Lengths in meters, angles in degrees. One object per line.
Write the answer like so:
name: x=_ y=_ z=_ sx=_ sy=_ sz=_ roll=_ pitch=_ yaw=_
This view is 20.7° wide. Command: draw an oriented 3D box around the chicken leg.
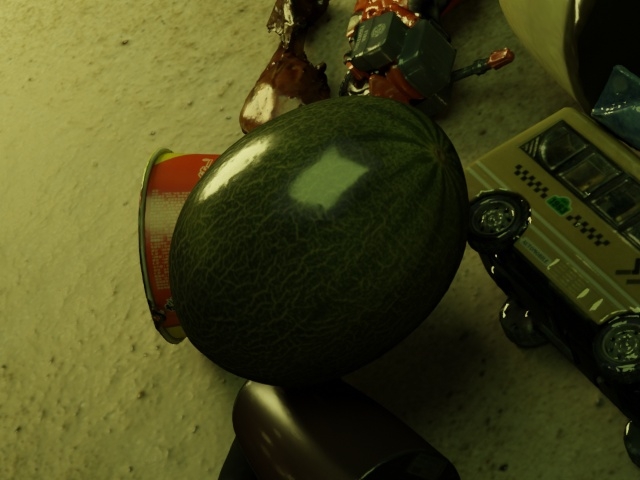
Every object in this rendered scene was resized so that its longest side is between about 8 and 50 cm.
chicken leg: x=-0.039 y=-0.200 z=2.041 sx=0.113 sy=0.093 sz=0.304 roll=-23 pitch=42 yaw=22

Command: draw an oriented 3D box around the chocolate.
chocolate: x=0.332 y=-0.292 z=1.768 sx=0.314 sy=0.326 sz=0.297 roll=0 pitch=40 yaw=-31

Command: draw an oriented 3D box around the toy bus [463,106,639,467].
toy bus: x=0.286 y=0.042 z=1.621 sx=0.202 sy=0.177 sz=0.365 roll=-35 pitch=47 yaw=-8

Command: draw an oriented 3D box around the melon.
melon: x=0.000 y=0.000 z=1.595 sx=0.302 sy=0.237 sz=0.237 roll=-39 pitch=41 yaw=29

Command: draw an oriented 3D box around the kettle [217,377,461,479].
kettle: x=0.001 y=0.225 z=1.655 sx=0.232 sy=0.144 sz=0.202 roll=39 pitch=105 yaw=50

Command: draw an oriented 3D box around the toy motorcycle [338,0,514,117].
toy motorcycle: x=0.127 y=-0.280 z=1.995 sx=0.221 sy=0.148 sz=0.325 roll=-21 pitch=41 yaw=40

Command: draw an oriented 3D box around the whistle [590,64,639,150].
whistle: x=0.377 y=-0.058 z=1.602 sx=0.062 sy=0.062 sz=0.304 roll=-44 pitch=63 yaw=-12

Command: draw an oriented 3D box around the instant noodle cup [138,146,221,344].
instant noodle cup: x=-0.078 y=0.000 z=1.823 sx=0.174 sy=0.213 sz=0.213 roll=-4 pitch=52 yaw=12
